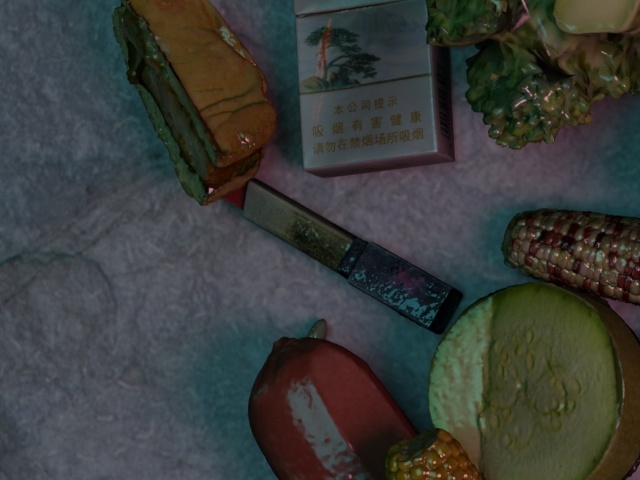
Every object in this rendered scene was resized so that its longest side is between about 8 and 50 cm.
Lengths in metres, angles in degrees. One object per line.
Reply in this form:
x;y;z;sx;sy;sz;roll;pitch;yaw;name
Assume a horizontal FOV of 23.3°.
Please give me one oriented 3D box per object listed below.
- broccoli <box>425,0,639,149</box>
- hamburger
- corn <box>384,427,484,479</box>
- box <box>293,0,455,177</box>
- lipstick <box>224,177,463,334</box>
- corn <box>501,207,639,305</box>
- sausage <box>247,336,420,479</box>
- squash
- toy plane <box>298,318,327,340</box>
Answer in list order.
0.273;-0.236;1.410;0.338;0.317;0.277;13;116;46;broccoli
-0.128;-0.164;1.624;0.130;0.124;0.262;-18;64;-26;hamburger
0.139;0.306;1.410;0.106;0.106;0.305;-13;113;19;corn
0.054;-0.189;1.588;0.149;0.067;0.233;-6;81;20;box
0.000;0.000;1.596;0.312;0.051;0.051;30;93;23;lipstick
0.289;0.017;1.465;0.253;0.086;0.086;12;88;23;corn
0.022;0.205;1.507;0.148;0.148;0.254;-31;85;15;sausage
0.189;0.143;1.415;0.220;0.133;0.220;-2;85;26;squash
-0.013;0.119;1.595;0.080;0.033;0.083;20;91;28;toy plane
